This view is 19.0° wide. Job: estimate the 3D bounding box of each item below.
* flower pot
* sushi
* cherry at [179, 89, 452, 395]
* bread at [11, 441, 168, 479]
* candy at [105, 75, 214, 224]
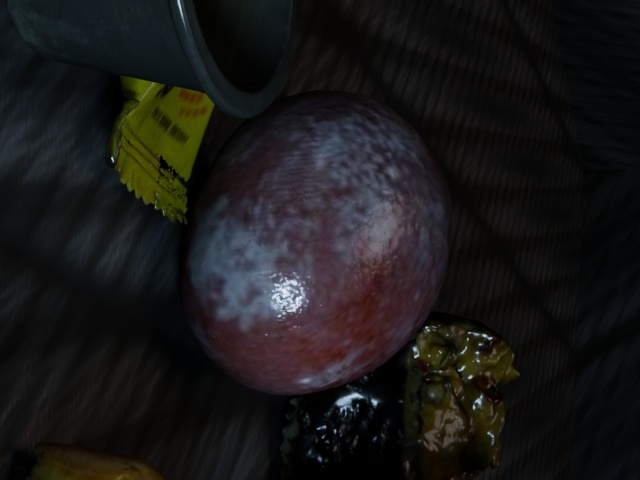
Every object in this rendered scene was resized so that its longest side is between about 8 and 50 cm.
[{"bbox_3d":[-0.118,-0.195,1.244,0.235,0.148,0.235,-2,90,-72],"label":"flower pot"},{"bbox_3d":[0.076,0.176,1.792,0.200,0.204,0.213,45,49,-75],"label":"sushi"},{"bbox_3d":[0.000,0.000,1.530,0.285,0.212,0.236,-52,131,-56],"label":"cherry"},{"bbox_3d":[-0.103,0.239,1.232,0.260,0.134,0.129,70,23,-46],"label":"bread"},{"bbox_3d":[-0.108,-0.174,1.426,0.187,0.081,0.297,48,51,-70],"label":"candy"}]
